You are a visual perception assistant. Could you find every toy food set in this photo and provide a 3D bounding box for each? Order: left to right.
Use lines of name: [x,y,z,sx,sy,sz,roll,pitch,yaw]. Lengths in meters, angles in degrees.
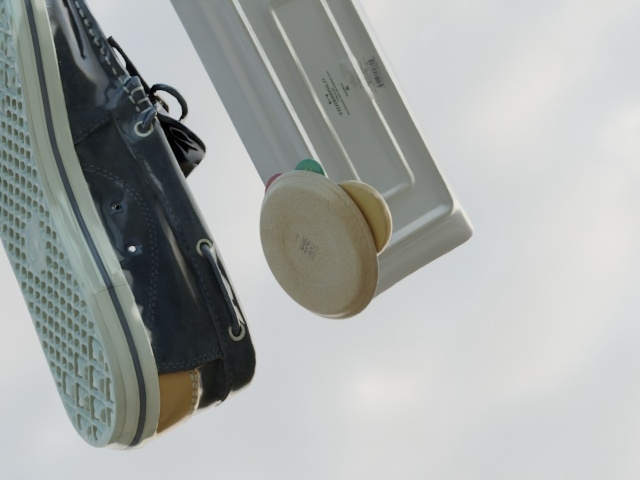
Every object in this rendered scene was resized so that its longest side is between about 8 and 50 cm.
toy food set: [0.000,0.000,0.997,0.020,0.082,0.083,-27,-48,-40]

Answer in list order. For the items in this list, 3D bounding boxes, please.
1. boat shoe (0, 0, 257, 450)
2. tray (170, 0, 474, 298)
boat shoe: [-0.187,-0.068,1.658,0.156,0.500,0.187,-11,-21,-29]
tray: [0.006,-0.096,1.363,0.145,0.270,0.030,-30,5,-35]
